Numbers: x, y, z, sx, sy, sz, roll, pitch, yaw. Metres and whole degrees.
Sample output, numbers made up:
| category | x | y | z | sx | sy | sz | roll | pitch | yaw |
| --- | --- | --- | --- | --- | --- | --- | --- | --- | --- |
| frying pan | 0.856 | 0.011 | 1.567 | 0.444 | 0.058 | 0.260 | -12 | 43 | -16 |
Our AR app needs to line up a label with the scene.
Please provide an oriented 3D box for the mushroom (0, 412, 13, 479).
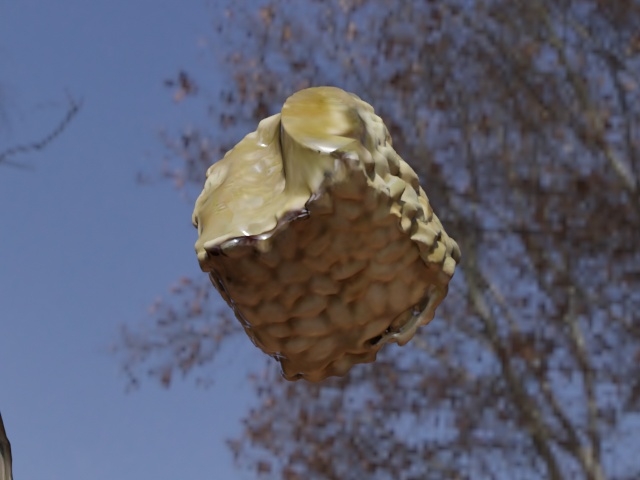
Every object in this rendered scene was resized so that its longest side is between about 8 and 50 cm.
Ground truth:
| category | x | y | z | sx | sy | sz | roll | pitch | yaw |
| --- | --- | --- | --- | --- | --- | --- | --- | --- | --- |
| mushroom | -0.206 | 0.097 | 0.645 | 0.188 | 0.141 | 0.117 | -14 | 7 | -41 |

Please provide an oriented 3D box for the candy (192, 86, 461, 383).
| category | x | y | z | sx | sy | sz | roll | pitch | yaw |
| --- | --- | --- | --- | --- | --- | --- | --- | --- | --- |
| candy | 0.000 | 0.000 | 0.741 | 0.095 | 0.085 | 0.110 | -31 | -60 | 17 |
